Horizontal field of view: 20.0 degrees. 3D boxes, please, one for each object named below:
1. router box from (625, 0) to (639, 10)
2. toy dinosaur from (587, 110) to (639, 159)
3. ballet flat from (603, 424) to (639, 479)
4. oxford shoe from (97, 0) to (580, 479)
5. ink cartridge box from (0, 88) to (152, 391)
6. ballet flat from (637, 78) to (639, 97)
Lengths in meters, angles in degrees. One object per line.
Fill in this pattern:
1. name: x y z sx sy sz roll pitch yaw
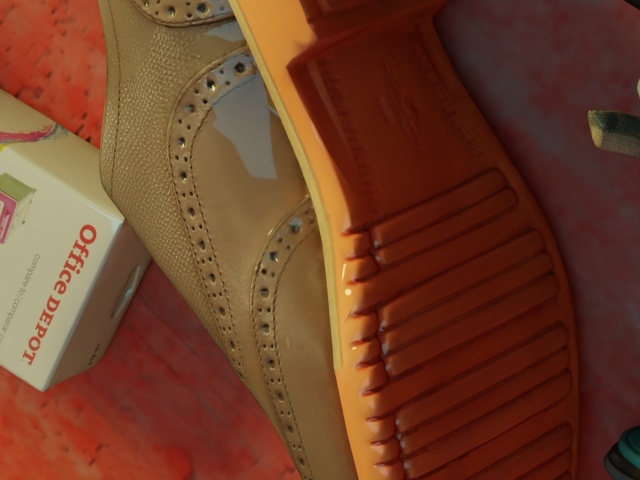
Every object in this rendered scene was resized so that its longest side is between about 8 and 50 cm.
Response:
1. router box: 0.173 -0.160 0.507 0.309 0.081 0.243 39 97 32
2. toy dinosaur: 0.223 -0.029 0.586 0.268 0.064 0.118 -18 105 -5
3. ballet flat: 0.204 0.120 0.652 0.213 0.072 0.068 9 109 19
4. oxford shoe: 0.000 0.000 0.692 0.133 0.130 0.363 -14 90 41
5. ink cartridge box: -0.136 -0.007 0.765 0.122 0.052 0.088 31 111 11
6. ballet flat: 0.144 -0.075 0.634 0.079 0.077 0.221 -11 100 35
